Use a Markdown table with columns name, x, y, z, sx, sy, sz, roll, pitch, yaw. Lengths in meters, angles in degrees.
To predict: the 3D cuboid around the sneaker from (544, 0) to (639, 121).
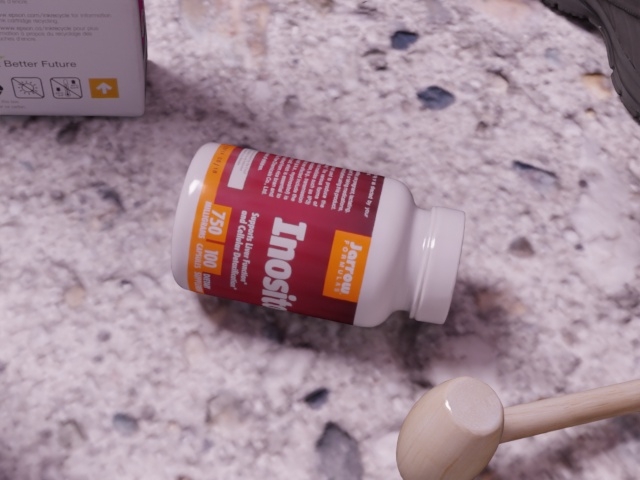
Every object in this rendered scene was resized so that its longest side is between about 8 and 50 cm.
| name | x | y | z | sx | sy | sz | roll | pitch | yaw |
| --- | --- | --- | --- | --- | --- | --- | --- | --- | --- |
| sneaker | 0.236 | -0.171 | 0.654 | 0.109 | 0.130 | 0.286 | -27 | 63 | -22 |

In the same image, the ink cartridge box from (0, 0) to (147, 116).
| name | x | y | z | sx | sy | sz | roll | pitch | yaw |
| --- | --- | --- | --- | --- | --- | --- | --- | --- | --- |
| ink cartridge box | -0.188 | -0.207 | 0.500 | 0.176 | 0.371 | 0.069 | 0 | 57 | -5 |

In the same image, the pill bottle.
| name | x | y | z | sx | sy | sz | roll | pitch | yaw |
| --- | --- | --- | --- | --- | --- | --- | --- | --- | --- |
| pill bottle | 0.000 | 0.000 | 0.546 | 0.152 | 0.086 | 0.086 | 11 | 56 | 4 |

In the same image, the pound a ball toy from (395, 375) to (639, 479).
| name | x | y | z | sx | sy | sz | roll | pitch | yaw |
| --- | --- | --- | --- | --- | --- | --- | --- | --- | --- |
| pound a ball toy | 0.220 | 0.116 | 0.456 | 0.319 | 0.136 | 0.208 | -13 | 58 | -14 |
